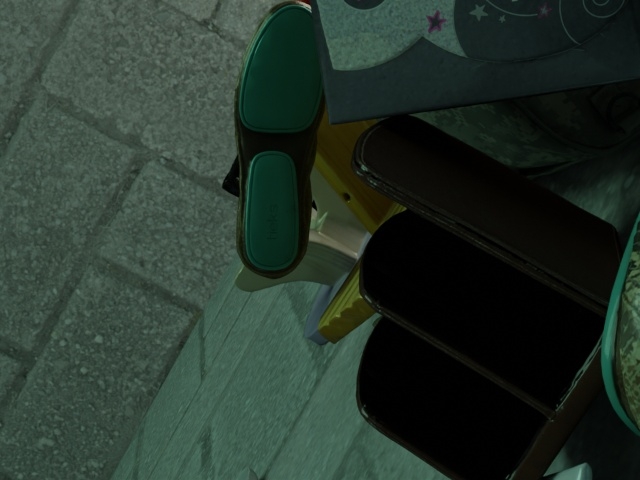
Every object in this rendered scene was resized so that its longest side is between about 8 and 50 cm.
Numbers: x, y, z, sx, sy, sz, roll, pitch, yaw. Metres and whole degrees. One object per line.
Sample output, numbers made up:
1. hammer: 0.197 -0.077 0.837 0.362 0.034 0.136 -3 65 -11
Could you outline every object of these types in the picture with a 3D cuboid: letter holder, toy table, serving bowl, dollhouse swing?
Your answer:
1. letter holder: 0.093 0.029 0.903 0.152 0.214 0.302 -60 -3 15
2. toy table: 0.000 0.000 1.809 0.274 0.160 0.252 -60 10 2
3. serving bowl: -0.109 0.363 1.745 0.083 0.027 0.083 -59 10 18
4. dollhouse swing: 0.052 -0.109 1.480 0.305 0.315 0.347 -38 -2 -29

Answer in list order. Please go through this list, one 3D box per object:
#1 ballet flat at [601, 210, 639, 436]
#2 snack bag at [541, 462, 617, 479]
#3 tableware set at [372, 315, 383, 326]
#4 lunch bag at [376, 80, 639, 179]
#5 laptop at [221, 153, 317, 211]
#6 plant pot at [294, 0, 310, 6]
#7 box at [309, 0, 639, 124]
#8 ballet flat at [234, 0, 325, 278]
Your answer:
1. ballet flat: 0.283 -0.093 0.723 0.182 0.164 0.483 -20 43 42
2. snack bag: 0.069 0.323 0.817 0.343 0.037 0.323 -65 4 -20
3. tableware set: 0.143 0.035 1.325 0.128 0.039 0.194 -51 7 -35
4. lunch bag: 0.165 -0.172 1.175 0.212 0.256 0.305 -32 3 -17
5. laptop: -0.026 -0.116 2.042 0.264 0.234 0.136 -67 10 -26
6. plant pot: 0.065 -0.284 2.038 0.275 0.274 0.243 -62 -2 -1
7. box: 0.128 -0.186 0.915 0.142 0.247 0.164 -26 -71 -62
8. ballet flat: -0.051 -0.123 1.559 0.124 0.116 0.343 -163 74 -88
